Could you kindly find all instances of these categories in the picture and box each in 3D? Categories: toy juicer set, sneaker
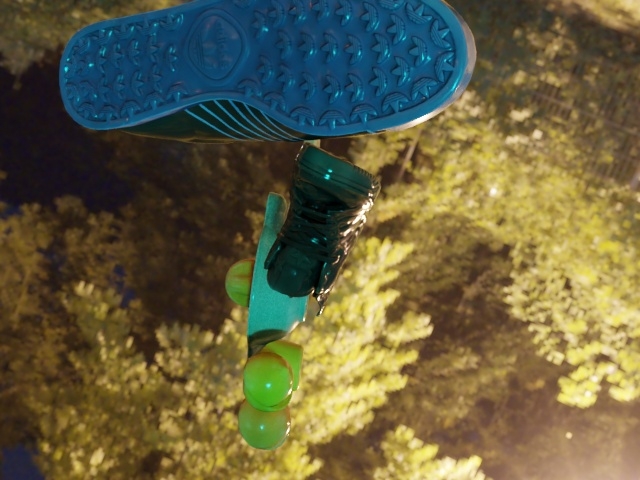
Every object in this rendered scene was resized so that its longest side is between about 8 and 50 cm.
[{"bbox_3d":[-0.059,0.064,1.026,0.089,0.329,0.209,8,-149,2],"label":"toy juicer set"},{"bbox_3d":[-0.002,-0.001,0.635,0.051,0.089,0.170,28,177,8],"label":"sneaker"},{"bbox_3d":[-0.022,-0.091,0.525,0.232,0.081,0.090,3,-173,29],"label":"sneaker"}]
